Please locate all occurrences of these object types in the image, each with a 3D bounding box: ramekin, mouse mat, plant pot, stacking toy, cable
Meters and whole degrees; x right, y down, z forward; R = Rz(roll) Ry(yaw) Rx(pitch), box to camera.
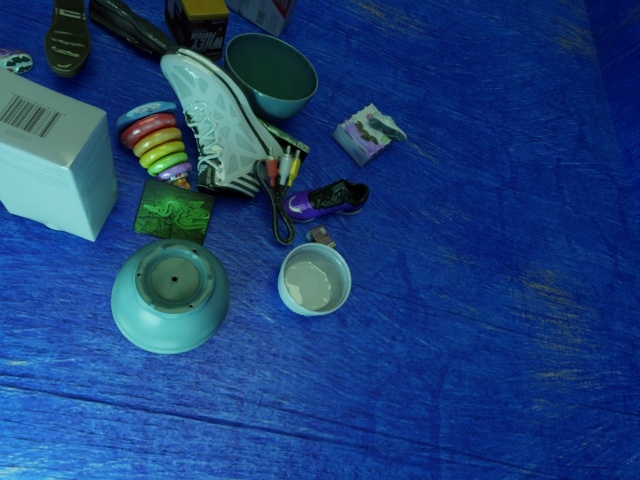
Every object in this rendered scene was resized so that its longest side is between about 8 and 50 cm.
[{"bbox_3d":[-0.026,0.119,1.174,0.207,0.109,0.207,8,66,-19],"label":"ramekin"},{"bbox_3d":[-0.402,-0.073,1.122,0.190,0.007,0.152,15,93,-17],"label":"mouse mat"},{"bbox_3d":[-0.357,0.116,0.993,0.293,0.196,0.292,8,67,-18],"label":"plant pot"},{"bbox_3d":[-0.431,-0.217,1.148,0.175,0.166,0.301,-31,97,-30],"label":"stacking toy"},{"bbox_3d":[-0.122,-0.129,1.179,0.140,0.072,0.287,-2,92,-35],"label":"cable"},{"bbox_3d":[-0.178,-0.479,1.302,0.290,0.195,0.290,13,55,-19],"label":"plant pot"}]

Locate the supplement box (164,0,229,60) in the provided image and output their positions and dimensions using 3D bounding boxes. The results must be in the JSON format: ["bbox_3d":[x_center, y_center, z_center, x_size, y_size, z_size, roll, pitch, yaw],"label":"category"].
[{"bbox_3d":[-0.407,-0.727,1.325,0.129,0.194,0.191,-22,78,-28],"label":"supplement box"}]

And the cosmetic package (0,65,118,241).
[{"bbox_3d":[-0.596,-0.160,0.905,0.217,0.385,0.156,23,63,-15],"label":"cosmetic package"}]

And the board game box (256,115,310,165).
[{"bbox_3d":[-0.168,-0.312,1.282,0.260,0.136,0.030,29,62,-9],"label":"board game box"}]

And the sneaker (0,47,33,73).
[{"bbox_3d":[-0.893,-0.490,1.119,0.170,0.068,0.071,-27,65,-37],"label":"sneaker"}]

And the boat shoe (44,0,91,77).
[{"bbox_3d":[-0.732,-0.586,1.193,0.111,0.104,0.307,7,64,-29],"label":"boat shoe"}]

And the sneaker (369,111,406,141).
[{"bbox_3d":[0.249,-0.410,1.456,0.152,0.054,0.061,33,58,-8],"label":"sneaker"}]

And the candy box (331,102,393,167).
[{"bbox_3d":[0.167,-0.385,1.484,0.165,0.070,0.196,48,60,2],"label":"candy box"}]

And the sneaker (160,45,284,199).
[{"bbox_3d":[-0.295,-0.287,1.122,0.447,0.169,0.257,47,55,-34],"label":"sneaker"}]

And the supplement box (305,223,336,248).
[{"bbox_3d":[0.000,0.000,1.272,0.055,0.043,0.083,-30,83,-29],"label":"supplement box"}]

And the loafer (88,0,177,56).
[{"bbox_3d":[-0.596,-0.666,1.300,0.303,0.095,0.109,37,30,-9],"label":"loafer"}]

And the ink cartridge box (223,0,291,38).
[{"bbox_3d":[-0.226,-0.909,1.473,0.273,0.197,0.114,29,59,-9],"label":"ink cartridge box"}]

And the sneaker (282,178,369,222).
[{"bbox_3d":[0.026,-0.139,1.281,0.294,0.146,0.102,-10,73,-25],"label":"sneaker"}]
